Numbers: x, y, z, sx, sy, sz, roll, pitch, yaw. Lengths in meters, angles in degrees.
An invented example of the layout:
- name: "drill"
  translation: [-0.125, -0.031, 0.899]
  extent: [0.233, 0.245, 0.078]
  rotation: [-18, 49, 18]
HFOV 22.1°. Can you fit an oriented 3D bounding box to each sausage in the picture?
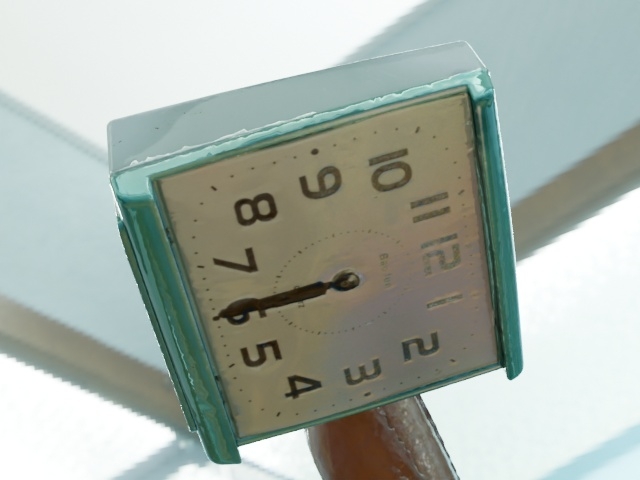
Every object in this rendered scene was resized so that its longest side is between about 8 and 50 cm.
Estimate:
- name: "sausage"
  translation: [0.078, 0.233, 1.274]
  extent: [0.102, 0.330, 0.102]
  rotation: [-26, -1, -1]

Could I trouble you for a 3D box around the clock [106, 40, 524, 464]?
- name: "clock"
  translation: [0.000, 0.000, 1.031]
  extent: [0.231, 0.116, 0.262]
  rotation: [-16, -43, -3]
